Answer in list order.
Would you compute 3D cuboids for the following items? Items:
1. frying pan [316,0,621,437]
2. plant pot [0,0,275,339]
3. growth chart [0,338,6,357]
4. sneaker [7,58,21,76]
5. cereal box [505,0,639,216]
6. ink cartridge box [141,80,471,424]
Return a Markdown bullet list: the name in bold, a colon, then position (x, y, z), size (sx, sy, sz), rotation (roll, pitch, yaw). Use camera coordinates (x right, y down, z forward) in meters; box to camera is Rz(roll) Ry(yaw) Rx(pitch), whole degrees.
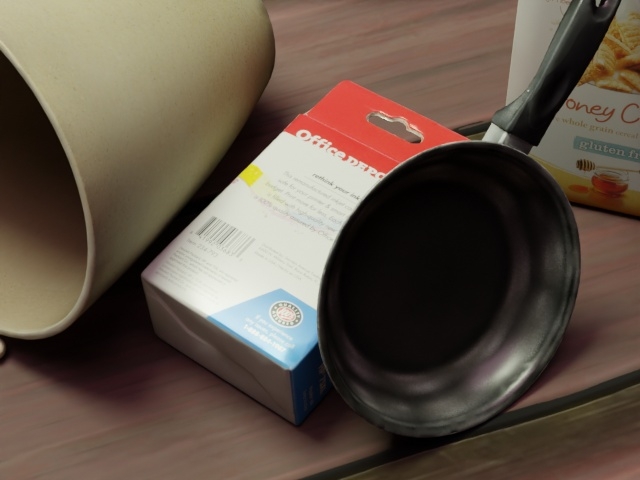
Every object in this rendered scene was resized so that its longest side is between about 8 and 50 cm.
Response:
- **frying pan**: position (0.086, -0.032, 0.761), size (0.197, 0.326, 0.053), rotation (-3, 16, -27)
- **plant pot**: position (-0.163, -0.109, 0.877), size (0.256, 0.257, 0.274), rotation (28, 42, 23)
- **growth chart**: position (-0.337, 0.133, 0.817), size (0.172, 0.021, 0.237), rotation (21, 56, 19)
- **sneaker**: position (-0.316, -0.201, 1.028), size (0.271, 0.108, 0.100), rotation (30, 61, 26)
- **cereal box**: position (0.218, -0.119, 0.838), size (0.173, 0.240, 0.047), rotation (13, 49, 15)
- **ink cartridge box**: position (0.000, 0.000, 0.863), size (0.134, 0.078, 0.231), rotation (30, 59, 24)
